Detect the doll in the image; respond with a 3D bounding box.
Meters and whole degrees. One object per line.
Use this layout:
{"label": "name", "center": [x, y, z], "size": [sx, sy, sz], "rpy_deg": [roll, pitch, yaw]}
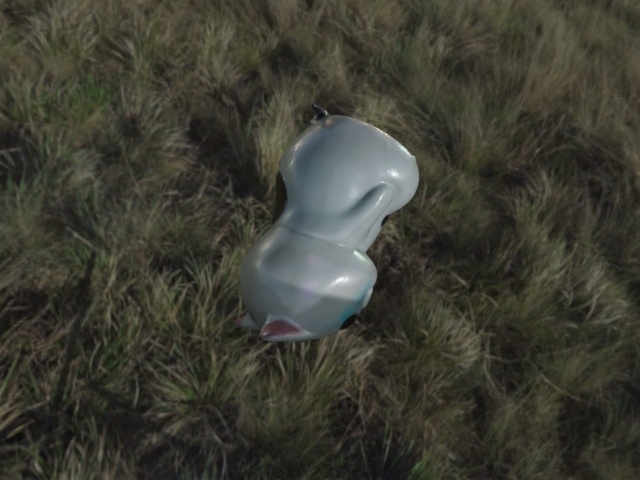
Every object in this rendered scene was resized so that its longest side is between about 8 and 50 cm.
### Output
{"label": "doll", "center": [0.005, -0.005, 0.449], "size": [0.106, 0.110, 0.181], "rpy_deg": [21, 82, -13]}
